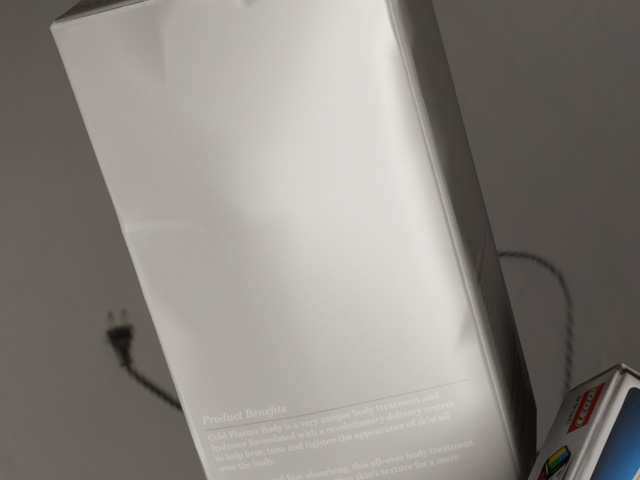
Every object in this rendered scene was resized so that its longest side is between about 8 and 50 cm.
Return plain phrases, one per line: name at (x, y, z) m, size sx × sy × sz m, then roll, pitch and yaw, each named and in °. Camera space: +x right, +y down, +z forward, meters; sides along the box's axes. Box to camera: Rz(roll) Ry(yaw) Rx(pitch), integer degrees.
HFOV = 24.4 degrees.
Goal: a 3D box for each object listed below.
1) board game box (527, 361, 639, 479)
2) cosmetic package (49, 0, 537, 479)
board game box at (0.112, 0.218, 0.479) m, size 0.193 × 0.053 × 0.305 m, roll 31°, pitch 67°, yaw -4°
cosmetic package at (0.000, 0.000, 0.575) m, size 0.107 × 0.127 × 0.238 m, roll -65°, pitch 143°, yaw -69°
